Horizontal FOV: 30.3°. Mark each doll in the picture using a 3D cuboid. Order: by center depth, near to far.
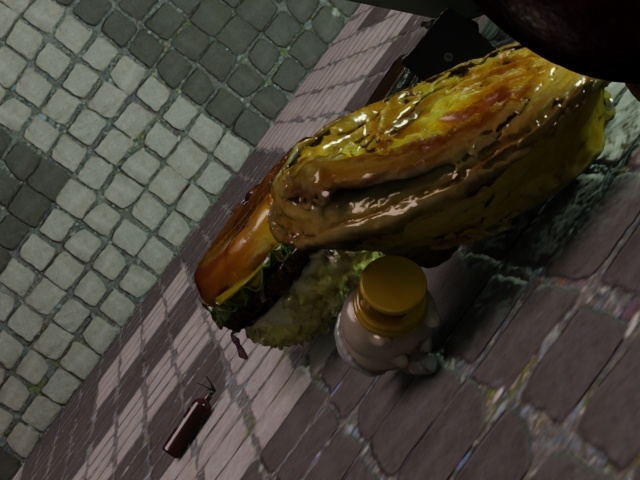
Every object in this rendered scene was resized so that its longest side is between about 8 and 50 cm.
[{"bbox_3d":[0.054,0.068,0.847,0.073,0.084,0.127,-33,-25,-20],"label":"doll"}]

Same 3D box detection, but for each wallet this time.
[{"bbox_3d":[0.081,-0.179,1.639,0.198,0.031,0.110,-56,11,-10],"label":"wallet"}]

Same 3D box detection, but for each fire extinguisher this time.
[{"bbox_3d":[-0.150,0.214,1.410,0.100,0.032,0.046,-56,-24,-11],"label":"fire extinguisher"}]

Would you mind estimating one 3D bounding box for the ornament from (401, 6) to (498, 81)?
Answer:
[{"bbox_3d":[0.147,-0.226,1.358,0.088,0.081,0.203,-47,10,19],"label":"ornament"}]

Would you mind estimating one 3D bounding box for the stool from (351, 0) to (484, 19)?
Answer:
[{"bbox_3d":[0.153,-0.396,1.319,0.270,0.170,0.243,-177,94,-70],"label":"stool"}]

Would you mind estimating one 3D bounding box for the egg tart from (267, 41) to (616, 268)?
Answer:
[{"bbox_3d":[0.104,-0.059,0.874,0.297,0.132,0.297,-28,15,8],"label":"egg tart"}]

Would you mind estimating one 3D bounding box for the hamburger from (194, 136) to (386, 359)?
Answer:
[{"bbox_3d":[-0.019,0.007,1.158,0.243,0.139,0.262,-53,10,-6],"label":"hamburger"}]

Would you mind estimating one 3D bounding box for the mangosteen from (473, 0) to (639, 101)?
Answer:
[{"bbox_3d":[0.177,-0.214,0.621,0.297,0.297,0.293,-59,14,-27],"label":"mangosteen"}]
